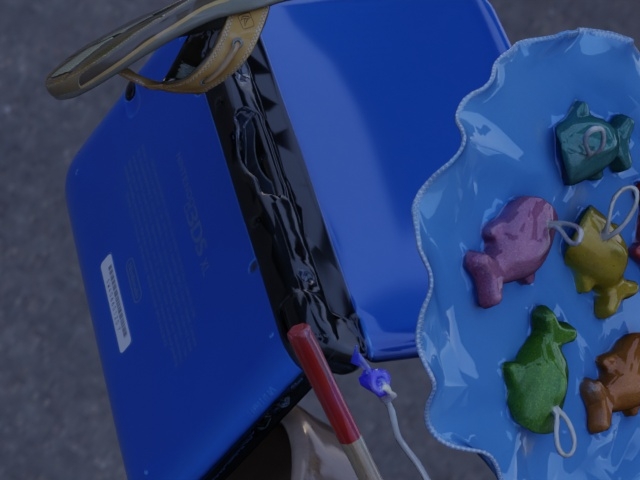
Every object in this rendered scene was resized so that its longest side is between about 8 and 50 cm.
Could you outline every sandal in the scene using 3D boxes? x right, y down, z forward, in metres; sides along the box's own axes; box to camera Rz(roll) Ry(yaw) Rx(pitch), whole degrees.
[{"bbox_3d":[-0.055,-0.103,1.015,0.180,0.072,0.049,-25,98,-29],"label":"sandal"}]

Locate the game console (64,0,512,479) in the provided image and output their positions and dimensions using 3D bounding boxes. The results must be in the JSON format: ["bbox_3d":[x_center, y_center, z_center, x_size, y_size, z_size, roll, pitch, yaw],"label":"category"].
[{"bbox_3d":[0.000,0.000,1.158,0.173,0.250,0.293,19,36,-34],"label":"game console"}]

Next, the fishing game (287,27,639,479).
[{"bbox_3d":[0.103,0.018,0.714,0.264,0.041,0.189,-42,120,-34],"label":"fishing game"}]

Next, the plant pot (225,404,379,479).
[{"bbox_3d":[0.014,0.250,1.084,0.229,0.263,0.263,29,38,-15],"label":"plant pot"}]
